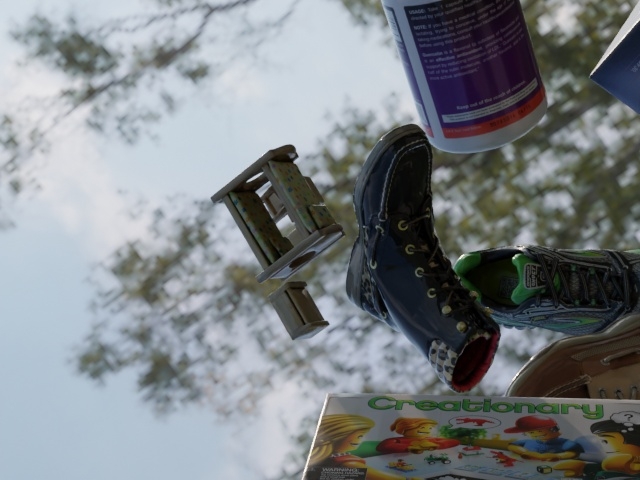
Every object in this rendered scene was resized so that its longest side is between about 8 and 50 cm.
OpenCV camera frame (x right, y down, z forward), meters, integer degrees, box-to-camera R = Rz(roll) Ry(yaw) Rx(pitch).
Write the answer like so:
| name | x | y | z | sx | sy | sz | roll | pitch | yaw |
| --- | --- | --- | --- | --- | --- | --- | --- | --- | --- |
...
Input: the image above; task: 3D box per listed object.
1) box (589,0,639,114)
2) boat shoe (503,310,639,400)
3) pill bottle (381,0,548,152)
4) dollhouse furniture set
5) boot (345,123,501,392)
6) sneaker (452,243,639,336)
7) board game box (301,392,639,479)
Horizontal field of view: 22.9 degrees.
| name | x | y | z | sx | sy | sz | roll | pitch | yaw |
| --- | --- | --- | --- | --- | --- | --- | --- | --- | --- |
| box | 0.549 | -0.242 | 1.969 | 0.294 | 0.296 | 0.183 | 36 | -122 | 1 |
| boat shoe | 0.334 | 0.175 | 1.842 | 0.324 | 0.116 | 0.123 | -26 | -55 | -34 |
| pill bottle | 0.189 | -0.293 | 2.159 | 0.181 | 0.181 | 0.323 | -71 | -34 | -58 |
| dollhouse furniture set | 0.000 | 0.000 | 1.708 | 0.182 | 0.101 | 0.161 | 59 | -156 | 14 |
| boot | 0.110 | 0.020 | 1.540 | 0.085 | 0.236 | 0.178 | -21 | -132 | -30 |
| sneaker | 0.330 | 0.071 | 2.070 | 0.146 | 0.343 | 0.134 | 16 | -105 | -57 |
| board game box | 0.143 | 0.202 | 1.395 | 0.193 | 0.305 | 0.053 | -70 | -21 | -67 |
